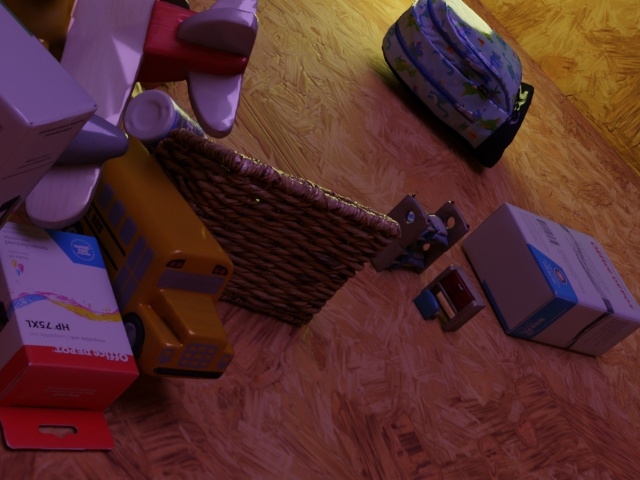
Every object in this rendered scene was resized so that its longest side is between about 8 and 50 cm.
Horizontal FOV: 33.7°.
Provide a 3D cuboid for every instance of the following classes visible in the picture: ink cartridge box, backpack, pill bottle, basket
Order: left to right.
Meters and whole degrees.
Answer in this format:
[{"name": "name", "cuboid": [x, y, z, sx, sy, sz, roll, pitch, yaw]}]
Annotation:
[{"name": "ink cartridge box", "cuboid": [-0.379, -0.095, 1.003, 0.201, 0.278, 0.117, 47, 25, 3]}, {"name": "ink cartridge box", "cuboid": [-0.276, 0.098, 1.093, 0.134, 0.078, 0.231, 12, 43, -45]}, {"name": "pill bottle", "cuboid": [-0.207, -0.146, 1.464, 0.078, 0.078, 0.137, 60, 8, 26]}, {"name": "basket", "cuboid": [-0.077, -0.057, 1.407, 0.299, 0.223, 0.214, 21, 37, -36]}, {"name": "backpack", "cuboid": [0.304, -0.377, 2.339, 0.355, 0.273, 0.290, 31, 36, 0]}, {"name": "ink cartridge box", "cuboid": [0.444, 0.080, 2.009, 0.307, 0.129, 0.223, 16, 39, -42]}]

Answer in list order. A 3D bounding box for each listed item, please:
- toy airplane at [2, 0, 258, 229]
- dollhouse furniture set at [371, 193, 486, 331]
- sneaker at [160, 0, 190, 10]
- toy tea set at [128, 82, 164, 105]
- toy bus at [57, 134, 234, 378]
[{"name": "toy airplane", "cuboid": [-0.254, -0.250, 1.175, 0.386, 0.384, 0.272, 51, -8, 24]}, {"name": "dollhouse furniture set", "cuboid": [0.185, 0.037, 1.725, 0.129, 0.129, 0.184, 5, 48, -50]}, {"name": "sneaker", "cuboid": [-0.316, -0.441, 1.741, 0.222, 0.083, 0.118, 21, 36, -35]}, {"name": "toy tea set", "cuboid": [-0.312, -0.286, 1.555, 0.336, 0.124, 0.200, -72, 143, -62]}, {"name": "toy bus", "cuboid": [-0.203, 0.012, 1.214, 0.108, 0.130, 0.333, 13, 27, -44]}]
